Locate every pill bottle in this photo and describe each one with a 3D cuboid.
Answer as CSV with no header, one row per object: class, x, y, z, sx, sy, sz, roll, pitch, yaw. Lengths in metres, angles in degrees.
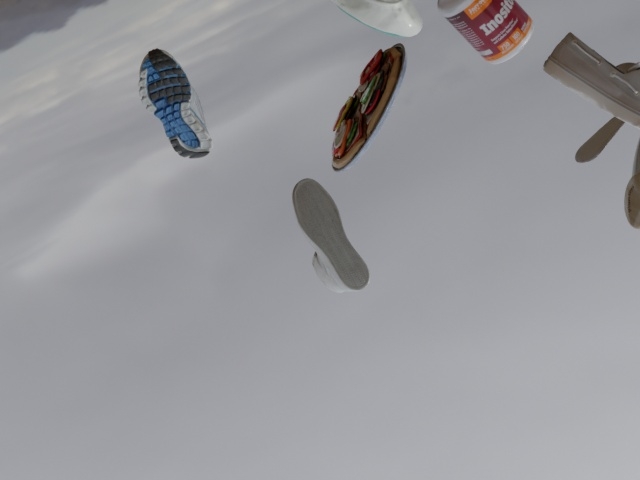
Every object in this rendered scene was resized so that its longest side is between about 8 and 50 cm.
pill bottle,0.219,-0.324,1.170,0.086,0.152,0.086,-39,-152,26

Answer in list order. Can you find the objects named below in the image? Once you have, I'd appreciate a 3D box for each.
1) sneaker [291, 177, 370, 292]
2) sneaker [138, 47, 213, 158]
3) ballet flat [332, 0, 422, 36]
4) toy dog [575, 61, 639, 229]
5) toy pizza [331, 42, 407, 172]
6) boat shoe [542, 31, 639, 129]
sneaker,0.000,0.000,2.031,0.108,0.292,0.169,-27,180,-19
sneaker,-0.208,-0.204,1.191,0.071,0.190,0.083,-12,-127,3
ballet flat,0.047,-0.541,1.674,0.139,0.400,0.139,-60,-170,17
toy dog,0.510,-0.111,1.296,0.220,0.161,0.333,17,-131,4
toy pizza,0.059,-0.190,1.187,0.201,0.032,0.201,-57,-164,27
boat shoe,0.347,-0.174,0.960,0.063,0.184,0.066,-61,163,21
